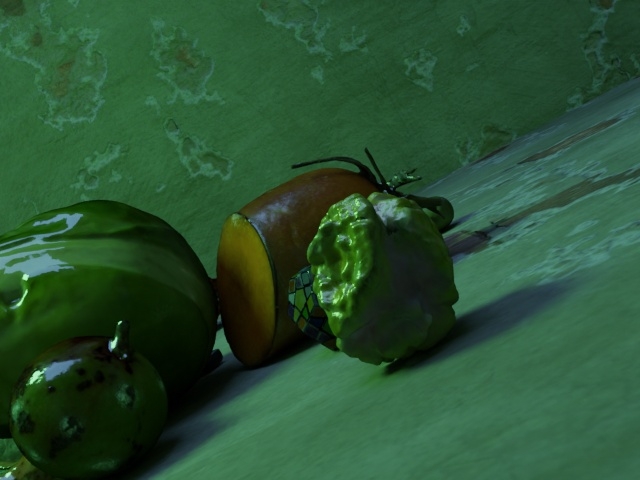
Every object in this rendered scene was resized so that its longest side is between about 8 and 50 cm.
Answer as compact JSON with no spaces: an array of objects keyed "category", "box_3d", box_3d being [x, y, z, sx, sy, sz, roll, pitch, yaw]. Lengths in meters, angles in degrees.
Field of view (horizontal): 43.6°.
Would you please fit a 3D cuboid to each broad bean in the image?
[{"category":"broad bean","box_3d":[0.148,-0.029,1.427,0.175,0.082,0.124,-27,1,35]}]

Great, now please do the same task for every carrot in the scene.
[{"category":"carrot","box_3d":[0.000,0.000,1.080,0.331,0.214,0.193,-25,4,-28]}]

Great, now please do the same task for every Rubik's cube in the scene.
[{"category":"Rubik's cube","box_3d":[0.017,0.065,0.877,0.093,0.111,0.111,9,25,35]}]

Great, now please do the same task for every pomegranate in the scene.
[{"category":"pomegranate","box_3d":[-0.256,0.183,0.808,0.220,0.156,0.156,-31,2,14]}]

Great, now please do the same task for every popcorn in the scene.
[{"category":"popcorn","box_3d":[0.052,0.030,0.682,0.126,0.145,0.126,-33,-5,6]}]

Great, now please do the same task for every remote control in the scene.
[{"category":"remote control","box_3d":[-0.240,0.216,1.229,0.212,0.028,0.059,-27,6,27]}]

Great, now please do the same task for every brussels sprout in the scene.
[{"category":"brussels sprout","box_3d":[-0.297,0.100,1.014,0.315,0.275,0.371,-28,-24,31]}]

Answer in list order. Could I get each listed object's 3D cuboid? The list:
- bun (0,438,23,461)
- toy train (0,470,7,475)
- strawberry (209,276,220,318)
[{"category":"bun","box_3d":[-0.476,0.291,1.198,0.195,0.118,0.195,-31,2,1]},{"category":"toy train","box_3d":[-0.336,0.268,0.901,0.053,0.033,0.083,-6,-8,-1]},{"category":"strawberry","box_3d":[-0.354,0.185,1.734,0.280,0.150,0.253,-29,-18,23]}]
